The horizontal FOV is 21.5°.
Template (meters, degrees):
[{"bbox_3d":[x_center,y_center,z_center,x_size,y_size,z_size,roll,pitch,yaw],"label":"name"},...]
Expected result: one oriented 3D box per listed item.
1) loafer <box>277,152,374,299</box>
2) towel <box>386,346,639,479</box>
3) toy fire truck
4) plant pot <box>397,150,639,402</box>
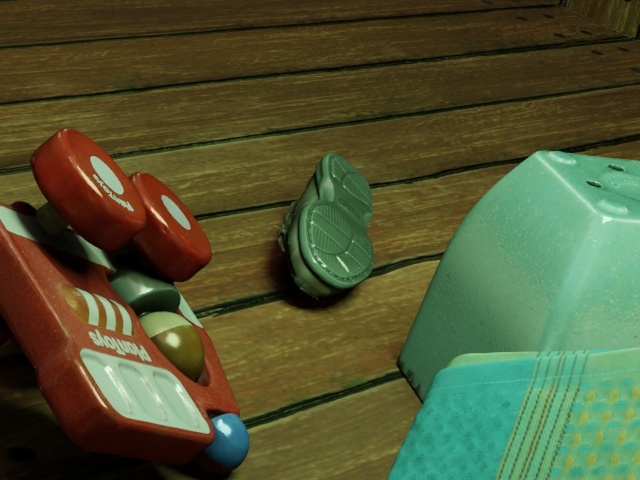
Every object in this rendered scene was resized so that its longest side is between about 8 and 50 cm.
[{"bbox_3d":[0.000,0.000,1.748,0.096,0.084,0.267,43,23,-13],"label":"loafer"},{"bbox_3d":[0.111,0.214,0.937,0.271,0.040,0.370,-8,46,43],"label":"towel"},{"bbox_3d":[-0.163,0.075,1.319,0.254,0.169,0.302,56,10,23],"label":"toy fire truck"},{"bbox_3d":[0.246,0.064,1.488,0.248,0.252,0.247,5,25,-21],"label":"plant pot"}]
